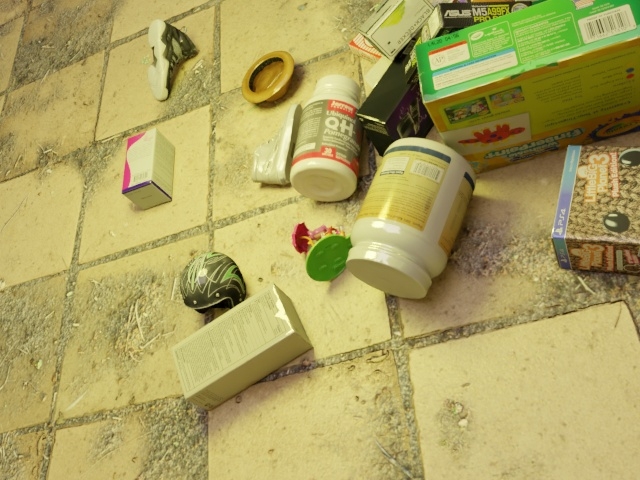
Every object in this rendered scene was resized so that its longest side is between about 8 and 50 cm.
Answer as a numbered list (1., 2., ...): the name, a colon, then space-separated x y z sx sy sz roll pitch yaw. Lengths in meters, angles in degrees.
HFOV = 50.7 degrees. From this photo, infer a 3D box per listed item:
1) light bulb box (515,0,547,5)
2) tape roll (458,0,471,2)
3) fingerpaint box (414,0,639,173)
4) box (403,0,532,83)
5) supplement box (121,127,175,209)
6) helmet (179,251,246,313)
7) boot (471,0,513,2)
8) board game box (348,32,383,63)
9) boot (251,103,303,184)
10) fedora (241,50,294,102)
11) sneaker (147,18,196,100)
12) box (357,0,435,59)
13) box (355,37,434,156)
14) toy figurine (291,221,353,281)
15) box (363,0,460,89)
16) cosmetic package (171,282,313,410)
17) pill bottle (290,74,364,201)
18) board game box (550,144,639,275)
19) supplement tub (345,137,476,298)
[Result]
1. light bulb box: 0.641 -0.570 1.552 0.357 0.361 0.225 -8 58 23
2. tape roll: 0.496 -0.672 1.861 0.274 0.090 0.275 -13 57 21
3. fingerpaint box: 0.474 -0.337 1.485 0.444 0.371 0.163 -14 64 20
4. box: 0.328 -0.445 1.539 0.216 0.270 0.060 -6 78 -10
5. supplement box: -0.533 -0.223 2.102 0.111 0.114 0.220 -16 57 19
6. helmet: -0.281 0.111 1.740 0.169 0.161 0.169 -13 57 20
7. boot: 0.492 -0.755 1.791 0.211 0.104 0.295 -2 65 26
8. board game box: 0.199 -0.613 2.004 0.193 0.045 0.146 -49 52 -6
9. boot: -0.129 -0.279 1.938 0.123 0.095 0.258 2 64 20
10. fedora: -0.150 -0.492 2.089 0.194 0.079 0.194 -14 60 26
11. sneaker: -0.507 -0.618 2.333 0.101 0.153 0.269 8 100 47
12. box: 0.196 -0.579 1.788 0.169 0.087 0.290 -45 16 14
13. box: 0.227 -0.359 1.750 0.103 0.184 0.261 26 76 34
14. toy figurine: 0.000 0.000 1.710 0.173 0.130 0.159 -28 40 -18
15. box: 0.256 -0.539 1.861 0.324 0.063 0.067 -47 47 18
16. cosmetic package: -0.194 0.259 1.640 0.309 0.113 0.160 -31 52 7
17. pill bottle: 0.027 -0.279 1.809 0.176 0.176 0.319 -5 60 25
18. board game box: 0.646 -0.061 1.383 0.291 0.141 0.232 5 64 29
19. supplement tub: 0.204 -0.048 1.546 0.228 0.228 0.316 12 68 32
